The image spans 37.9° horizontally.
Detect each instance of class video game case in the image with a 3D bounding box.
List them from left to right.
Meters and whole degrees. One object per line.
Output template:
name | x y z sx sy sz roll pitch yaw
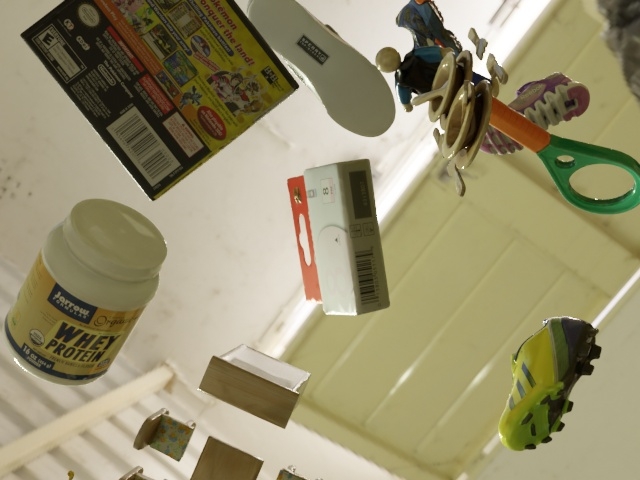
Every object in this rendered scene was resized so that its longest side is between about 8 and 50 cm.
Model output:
video game case | -0.207 -0.233 1.223 0.275 0.248 0.035 52 179 -5

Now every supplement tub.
supplement tub | -0.447 0.099 1.779 0.228 0.316 0.228 26 -151 -16

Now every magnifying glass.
magnifying glass | 0.266 -0.095 1.039 0.231 0.092 0.026 30 -128 -18

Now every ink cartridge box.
ink cartridge box | 0.000 0.000 1.223 0.066 0.189 0.232 -10 -178 -32

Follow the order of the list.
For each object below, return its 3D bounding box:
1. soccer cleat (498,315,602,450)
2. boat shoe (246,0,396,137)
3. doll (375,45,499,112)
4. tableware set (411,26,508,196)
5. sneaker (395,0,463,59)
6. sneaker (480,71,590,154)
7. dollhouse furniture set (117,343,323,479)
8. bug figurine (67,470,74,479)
soccer cleat | 0.343 0.225 1.479 0.121 0.093 0.289 10 -140 38
boat shoe | 0.001 -0.286 1.484 0.301 0.108 0.102 38 -166 -19
doll | 0.161 -0.231 1.349 0.189 0.129 0.046 17 -132 -25
tableware set | 0.130 -0.137 0.926 0.039 0.128 0.194 14 -156 -8
sneaker | 0.228 -0.387 1.857 0.221 0.087 0.083 54 -156 -19
sneaker | 0.404 -0.256 1.834 0.095 0.236 0.105 54 -167 -43
dollhouse furniture set | -0.175 0.417 1.753 0.362 0.394 0.256 23 -179 6
bug figurine | -0.391 0.427 1.280 0.279 0.072 0.216 34 -133 -67
